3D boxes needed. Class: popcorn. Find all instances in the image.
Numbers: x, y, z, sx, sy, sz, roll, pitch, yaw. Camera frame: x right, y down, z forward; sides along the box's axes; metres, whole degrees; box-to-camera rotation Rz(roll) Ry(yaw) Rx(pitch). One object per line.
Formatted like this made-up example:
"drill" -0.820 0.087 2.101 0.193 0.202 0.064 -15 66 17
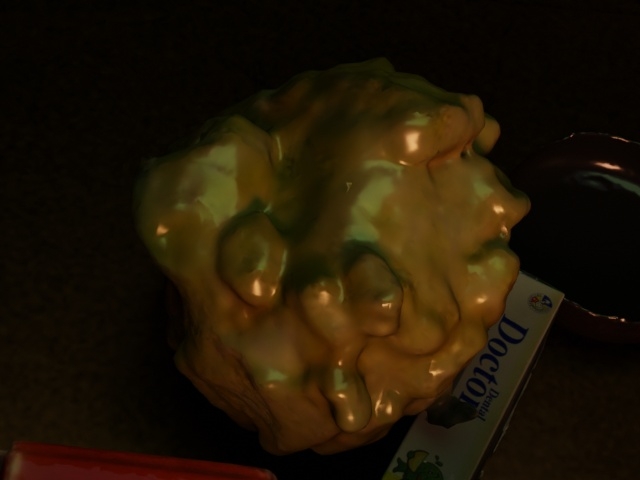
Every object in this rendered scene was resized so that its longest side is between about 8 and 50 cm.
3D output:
"popcorn" 0.007 0.008 0.636 0.173 0.142 0.173 -15 31 9

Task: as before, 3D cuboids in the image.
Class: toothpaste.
"toothpaste" 0.056 0.084 0.660 0.034 0.046 0.164 25 54 11

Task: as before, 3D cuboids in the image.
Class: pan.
"pan" 0.184 -0.012 0.758 0.212 0.040 0.115 -14 58 -12

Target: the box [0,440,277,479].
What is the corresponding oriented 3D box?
"box" -0.073 0.160 0.493 0.099 0.182 0.133 6 57 -7
